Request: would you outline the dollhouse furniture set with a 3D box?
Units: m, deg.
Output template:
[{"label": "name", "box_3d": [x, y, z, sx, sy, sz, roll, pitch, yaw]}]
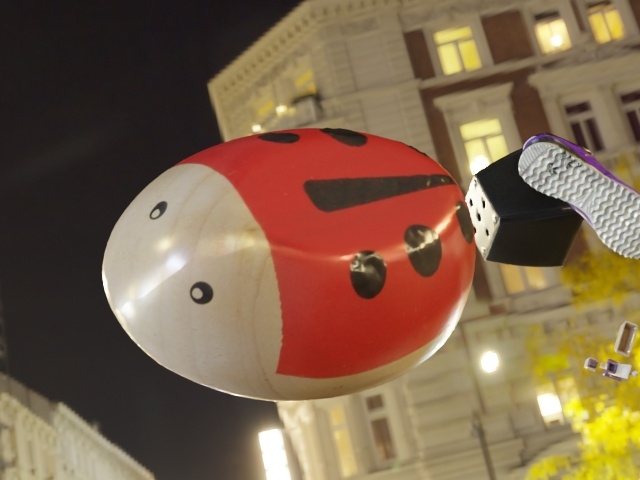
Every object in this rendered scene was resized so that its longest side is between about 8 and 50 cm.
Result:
[{"label": "dollhouse furniture set", "box_3d": [0.569, 0.205, 2.074, 0.091, 0.114, 0.081, 21, -6, -18]}]

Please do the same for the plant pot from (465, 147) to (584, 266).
[{"label": "plant pot", "box_3d": [0.382, -0.059, 2.129, 0.167, 0.187, 0.188, -10, -37, -17]}]

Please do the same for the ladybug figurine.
[{"label": "ladybug figurine", "box_3d": [0.000, 0.000, 1.118, 0.449, 0.305, 0.162, -14, -30, -41]}]

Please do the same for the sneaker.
[{"label": "sneaker", "box_3d": [0.471, -0.093, 1.890, 0.102, 0.293, 0.146, -49, 8, 24]}]
